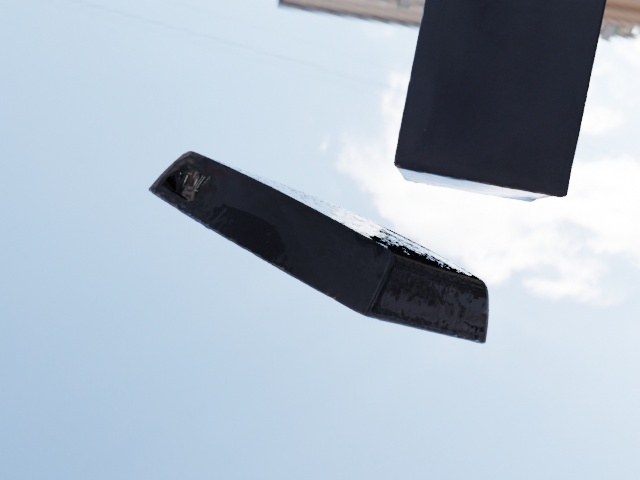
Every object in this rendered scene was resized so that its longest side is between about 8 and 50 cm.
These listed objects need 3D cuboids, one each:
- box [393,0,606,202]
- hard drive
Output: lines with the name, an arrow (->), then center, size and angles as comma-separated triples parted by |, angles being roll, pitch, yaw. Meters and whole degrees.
box -> 0.203, -0.226, 1.062 | 0.179, 0.343, 0.312 | 11, -178, 6
hard drive -> 0.000, 0.000, 0.731 | 0.255, 0.054, 0.172 | 28, -173, 42
